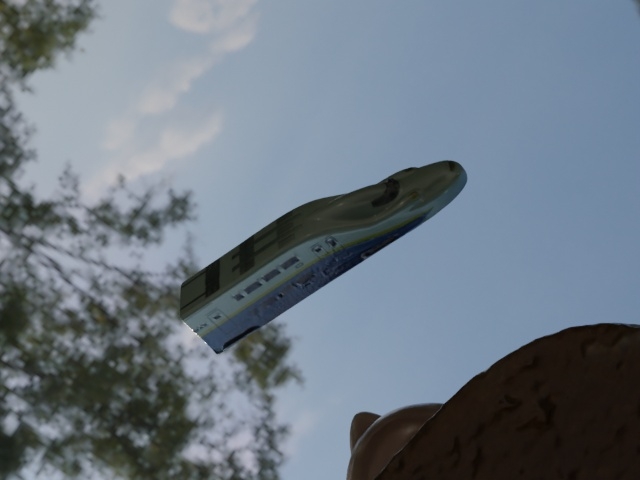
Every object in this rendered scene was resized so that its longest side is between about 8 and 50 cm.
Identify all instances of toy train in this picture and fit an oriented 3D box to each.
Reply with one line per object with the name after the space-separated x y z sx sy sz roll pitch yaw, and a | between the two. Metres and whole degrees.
0.000 0.000 0.960 0.234 0.051 0.052 -33 -148 19 | toy train

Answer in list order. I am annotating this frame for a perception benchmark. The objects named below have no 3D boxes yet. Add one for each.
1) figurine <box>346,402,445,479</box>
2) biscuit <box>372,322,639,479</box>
0.079 0.172 0.908 0.125 0.125 0.138 -35 -145 30 | figurine
0.107 0.218 0.658 0.367 0.063 0.314 -50 -143 8 | biscuit
